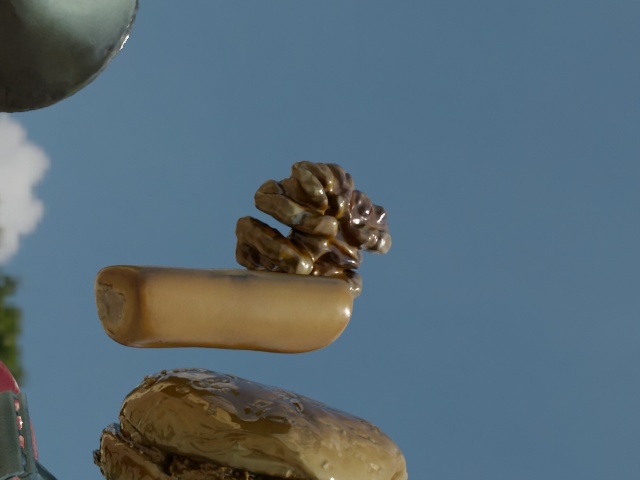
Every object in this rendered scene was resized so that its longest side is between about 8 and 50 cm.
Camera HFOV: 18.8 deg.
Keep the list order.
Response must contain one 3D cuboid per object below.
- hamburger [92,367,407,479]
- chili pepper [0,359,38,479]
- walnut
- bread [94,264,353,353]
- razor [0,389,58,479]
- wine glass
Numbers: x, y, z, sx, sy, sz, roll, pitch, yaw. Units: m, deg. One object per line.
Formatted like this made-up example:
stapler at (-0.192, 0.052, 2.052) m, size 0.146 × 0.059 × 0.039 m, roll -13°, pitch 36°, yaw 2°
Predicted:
hamburger at (-0.077, 0.223, 1.970) m, size 0.318 × 0.318 × 0.158 m, roll 15°, pitch -93°, yaw 53°
chili pepper at (-0.407, 0.218, 2.304) m, size 0.144 × 0.136 × 0.253 m, roll 50°, pitch -33°, yaw 43°
walnut at (0.000, 0.000, 1.865) m, size 0.069 × 0.170 × 0.143 m, roll 39°, pitch -78°, yaw 47°
bread at (-0.087, 0.062, 1.716) m, size 0.092 × 0.239 × 0.074 m, roll -2°, pitch -95°, yaw 58°
razor at (-0.263, 0.256, 1.925) m, size 0.068 × 0.232 × 0.106 m, roll -27°, pitch -137°, yaw 10°
wine glass at (-0.385, -0.330, 2.012) m, size 0.267 × 0.406 × 0.267 m, roll -6°, pitch -112°, yaw 16°
